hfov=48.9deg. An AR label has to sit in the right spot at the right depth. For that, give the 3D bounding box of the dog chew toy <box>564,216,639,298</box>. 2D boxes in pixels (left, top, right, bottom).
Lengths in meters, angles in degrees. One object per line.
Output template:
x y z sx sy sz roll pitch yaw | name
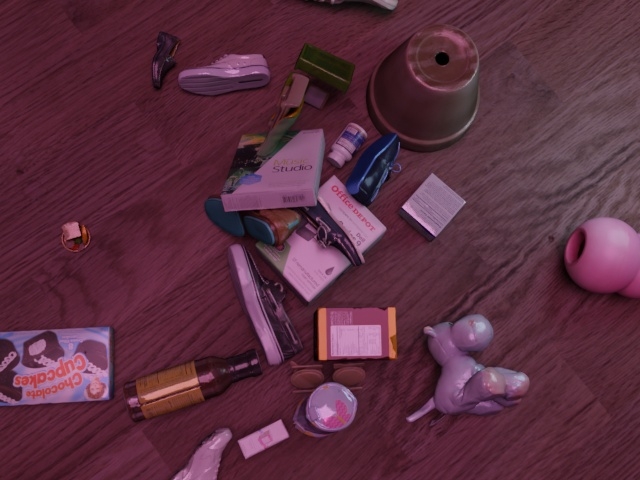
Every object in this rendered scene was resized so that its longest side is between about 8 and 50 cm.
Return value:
0.830 0.063 1.888 0.332 0.206 0.206 17 78 -9 | dog chew toy

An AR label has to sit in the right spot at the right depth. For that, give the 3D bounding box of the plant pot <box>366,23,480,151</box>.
0.302 -0.433 1.908 0.323 0.280 0.323 1 79 -4 | plant pot

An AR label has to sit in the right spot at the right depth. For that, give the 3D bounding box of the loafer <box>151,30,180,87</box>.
-0.438 -0.508 1.988 0.061 0.062 0.170 9 79 -7 | loafer

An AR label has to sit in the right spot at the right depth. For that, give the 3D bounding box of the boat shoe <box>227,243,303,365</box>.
-0.144 0.158 1.852 0.119 0.121 0.335 -21 91 -15 | boat shoe

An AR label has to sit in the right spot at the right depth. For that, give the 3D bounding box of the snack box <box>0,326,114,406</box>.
-0.696 0.322 1.799 0.322 0.060 0.187 -3 79 -4 | snack box

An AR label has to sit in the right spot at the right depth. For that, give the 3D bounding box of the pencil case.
0.006 0.418 1.720 0.124 0.273 0.113 -2 72 -11 | pencil case

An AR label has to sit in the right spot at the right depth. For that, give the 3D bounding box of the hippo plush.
0.380 0.324 1.824 0.294 0.234 0.236 -30 56 32 | hippo plush

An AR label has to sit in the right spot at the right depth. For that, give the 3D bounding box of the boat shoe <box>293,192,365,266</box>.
0.015 -0.028 1.772 0.079 0.095 0.254 -35 79 -11 | boat shoe

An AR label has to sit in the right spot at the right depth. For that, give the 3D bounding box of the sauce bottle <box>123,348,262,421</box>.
-0.319 0.362 1.790 0.344 0.111 0.111 -15 80 -8 | sauce bottle

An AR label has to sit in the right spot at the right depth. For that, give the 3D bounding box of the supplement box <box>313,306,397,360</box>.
0.083 0.242 1.798 0.194 0.191 0.129 0 80 -4 | supplement box

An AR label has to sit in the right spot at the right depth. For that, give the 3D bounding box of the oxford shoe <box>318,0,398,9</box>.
0.007 -0.752 2.039 0.449 0.169 0.130 18 119 -7 | oxford shoe

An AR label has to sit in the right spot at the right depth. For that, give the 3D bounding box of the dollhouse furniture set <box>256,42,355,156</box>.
-0.036 -0.344 1.854 0.151 0.197 0.301 24 45 -10 | dollhouse furniture set

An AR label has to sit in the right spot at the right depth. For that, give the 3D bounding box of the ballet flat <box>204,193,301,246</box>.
-0.168 -0.069 1.826 0.124 0.342 0.116 -29 116 -30 | ballet flat

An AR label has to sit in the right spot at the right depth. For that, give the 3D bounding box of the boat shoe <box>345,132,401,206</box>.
0.146 -0.189 1.898 0.089 0.109 0.258 53 56 -23 | boat shoe

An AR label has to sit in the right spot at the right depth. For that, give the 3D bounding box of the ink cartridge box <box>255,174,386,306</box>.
0.000 0.000 1.878 0.289 0.121 0.211 -43 83 -10 | ink cartridge box

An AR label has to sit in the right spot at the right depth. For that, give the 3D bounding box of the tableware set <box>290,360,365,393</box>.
0.019 0.344 1.824 0.194 0.128 0.039 -3 46 -4 | tableware set

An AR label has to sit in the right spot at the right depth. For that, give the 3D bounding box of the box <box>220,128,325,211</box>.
-0.114 -0.188 1.823 0.232 0.058 0.322 -3 34 7 | box

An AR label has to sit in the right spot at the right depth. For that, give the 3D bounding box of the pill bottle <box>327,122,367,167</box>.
0.072 -0.264 1.965 0.067 0.067 0.120 35 78 4 | pill bottle

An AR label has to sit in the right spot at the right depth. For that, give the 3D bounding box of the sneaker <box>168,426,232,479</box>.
-0.286 0.577 1.768 0.115 0.090 0.232 40 88 -2 | sneaker

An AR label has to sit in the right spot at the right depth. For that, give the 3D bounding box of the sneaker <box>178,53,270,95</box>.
-0.272 -0.474 1.986 0.258 0.094 0.091 -5 61 -9 | sneaker

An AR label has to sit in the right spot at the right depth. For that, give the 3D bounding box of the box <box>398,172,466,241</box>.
0.306 -0.090 1.941 0.126 0.072 0.137 42 78 5 | box

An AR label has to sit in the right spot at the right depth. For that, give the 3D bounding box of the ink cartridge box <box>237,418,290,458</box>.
-0.142 0.501 1.783 0.122 0.088 0.052 -24 78 -8 | ink cartridge box

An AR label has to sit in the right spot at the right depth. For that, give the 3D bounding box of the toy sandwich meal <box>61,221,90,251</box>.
-0.658 -0.012 1.885 0.085 0.029 0.085 1 78 -3 | toy sandwich meal
